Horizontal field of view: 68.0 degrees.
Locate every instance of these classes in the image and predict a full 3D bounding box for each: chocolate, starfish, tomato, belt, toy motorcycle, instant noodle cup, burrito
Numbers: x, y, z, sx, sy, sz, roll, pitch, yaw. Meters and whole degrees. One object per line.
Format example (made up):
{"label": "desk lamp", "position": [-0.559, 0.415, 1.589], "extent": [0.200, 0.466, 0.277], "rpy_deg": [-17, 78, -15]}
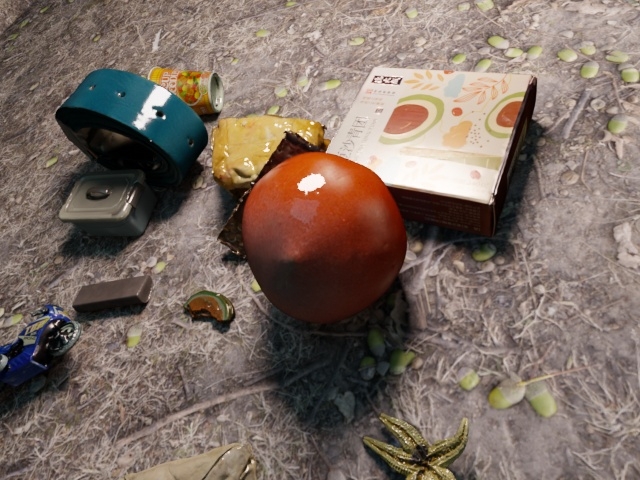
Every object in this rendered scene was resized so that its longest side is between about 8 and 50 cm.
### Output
{"label": "chocolate", "position": [-0.115, -0.098, 1.042], "extent": [0.329, 0.102, 0.065], "rpy_deg": [-50, 17, 26]}
{"label": "starfish", "position": [0.158, 0.362, 0.745], "extent": [0.223, 0.050, 0.217], "rpy_deg": [29, 76, 45]}
{"label": "tomato", "position": [0.000, 0.000, 0.877], "extent": [0.321, 0.322, 0.322], "rpy_deg": [-9, 55, 14]}
{"label": "belt", "position": [-0.505, -0.294, 1.265], "extent": [0.436, 0.300, 0.173], "rpy_deg": [9, 61, 29]}
{"label": "toy motorcycle", "position": [-0.667, 0.247, 1.086], "extent": [0.315, 0.113, 0.169], "rpy_deg": [-30, 42, 9]}
{"label": "instant noodle cup", "position": [-0.395, -0.440, 1.427], "extent": [0.184, 0.168, 0.169], "rpy_deg": [1, 57, 9]}
{"label": "burrito", "position": [-0.246, 0.424, 0.843], "extent": [0.275, 0.059, 0.082], "rpy_deg": [-16, 68, 10]}

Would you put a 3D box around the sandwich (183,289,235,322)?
{"label": "sandwich", "position": [-0.246, 0.144, 1.049], "extent": [0.135, 0.029, 0.067], "rpy_deg": [6, 59, 23]}

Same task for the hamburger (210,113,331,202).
{"label": "hamburger", "position": [-0.147, -0.179, 1.150], "extent": [0.329, 0.162, 0.209], "rpy_deg": [9, 64, 22]}

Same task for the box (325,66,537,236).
{"label": "box", "position": [0.238, -0.217, 1.060], "extent": [0.384, 0.122, 0.345], "rpy_deg": [14, 64, 27]}

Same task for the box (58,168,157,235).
{"label": "box", "position": [-0.558, -0.098, 1.262], "extent": [0.226, 0.130, 0.162], "rpy_deg": [-1, 58, 20]}

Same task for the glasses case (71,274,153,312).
{"label": "glasses case", "position": [-0.499, 0.129, 1.142], "extent": [0.190, 0.042, 0.072], "rpy_deg": [-10, 48, 13]}
